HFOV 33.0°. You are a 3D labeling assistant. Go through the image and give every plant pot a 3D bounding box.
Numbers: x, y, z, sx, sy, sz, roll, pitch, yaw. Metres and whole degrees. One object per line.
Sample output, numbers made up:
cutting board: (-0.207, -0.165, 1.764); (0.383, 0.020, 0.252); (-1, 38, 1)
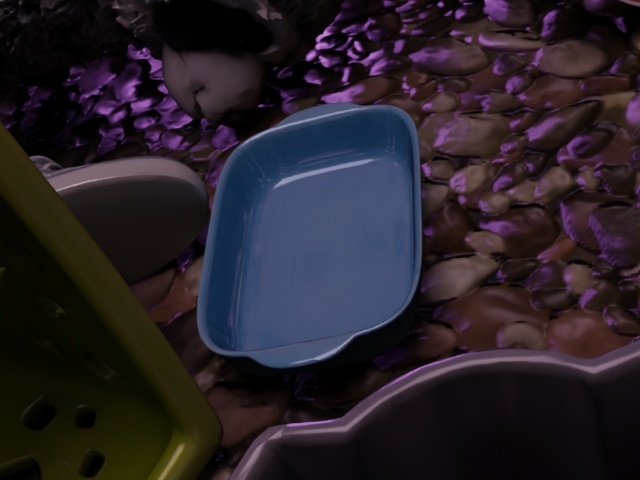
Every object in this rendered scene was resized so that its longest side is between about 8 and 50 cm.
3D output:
plant pot: (-0.218, 0.067, 0.448); (0.207, 0.228, 0.227); (16, 55, 44)

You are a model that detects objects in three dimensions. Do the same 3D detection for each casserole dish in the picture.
casserole dish: (0.000, 0.000, 0.551); (0.114, 0.037, 0.188); (-11, 43, 14)

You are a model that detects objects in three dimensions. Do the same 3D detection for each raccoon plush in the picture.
raccoon plush: (-0.153, -0.273, 0.658); (0.299, 0.447, 0.216); (-18, 15, 8)

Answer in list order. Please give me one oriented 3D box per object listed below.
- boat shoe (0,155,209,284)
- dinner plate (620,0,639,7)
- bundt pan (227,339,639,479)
boat shoe: (-0.171, -0.010, 0.609); (0.227, 0.079, 0.081); (-19, 45, 11)
dinner plate: (0.171, -0.195, 0.627); (0.141, 0.141, 0.017); (-52, 6, -29)
bundt pan: (0.067, 0.187, 0.254); (0.330, 0.124, 0.331); (-13, 42, 12)
